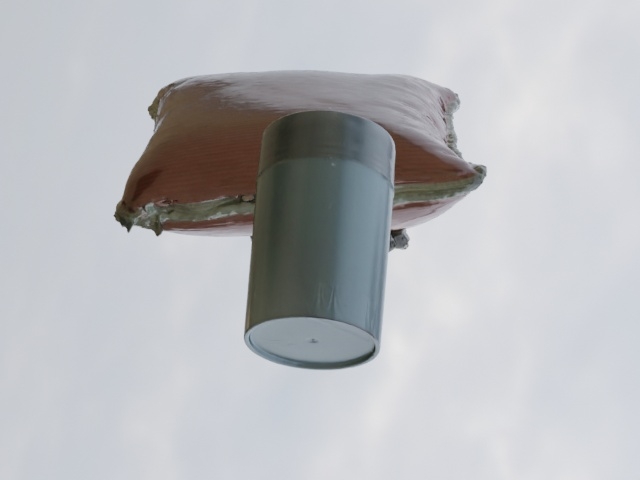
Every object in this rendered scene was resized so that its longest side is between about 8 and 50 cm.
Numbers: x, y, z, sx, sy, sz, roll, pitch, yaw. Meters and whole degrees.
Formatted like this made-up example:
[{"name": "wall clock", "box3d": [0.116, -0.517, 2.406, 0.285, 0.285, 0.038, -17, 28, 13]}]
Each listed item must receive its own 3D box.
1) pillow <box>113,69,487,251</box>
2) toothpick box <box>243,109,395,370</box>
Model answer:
[{"name": "pillow", "box3d": [-0.009, -0.040, 0.878, 0.179, 0.171, 0.075, -89, 177, -70]}, {"name": "toothpick box", "box3d": [0.000, 0.000, 0.648, 0.052, 0.052, 0.083, -40, -141, 55]}]
